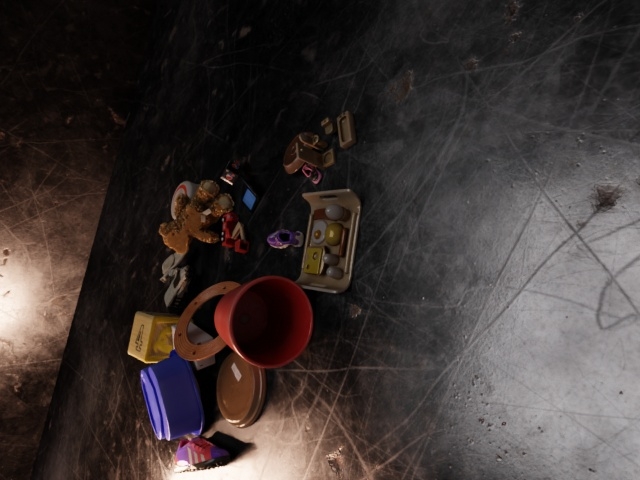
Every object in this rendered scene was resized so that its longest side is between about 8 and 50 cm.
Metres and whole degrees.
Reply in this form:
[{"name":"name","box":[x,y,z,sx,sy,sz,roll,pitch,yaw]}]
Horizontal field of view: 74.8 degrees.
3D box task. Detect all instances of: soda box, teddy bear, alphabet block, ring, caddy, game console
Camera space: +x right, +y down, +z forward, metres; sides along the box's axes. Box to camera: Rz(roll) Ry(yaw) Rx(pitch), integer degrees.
[{"name":"soda box","box":[-0.354,-0.297,1.714,0.053,0.060,0.168,-50,18,29]},{"name":"teddy bear","box":[-0.524,-0.100,1.784,0.337,0.245,0.113,-62,15,8]},{"name":"alphabet block","box":[-0.695,0.418,1.818,0.197,0.193,0.193,-1,79,46]},{"name":"ring","box":[-0.409,0.300,1.579,0.337,0.032,0.336,-20,42,20]},{"name":"caddy","box":[-0.554,0.596,1.616,0.241,0.179,0.340,-30,76,49]},{"name":"game console","box":[-0.295,-0.187,1.667,0.071,0.107,0.122,-40,46,-5]}]

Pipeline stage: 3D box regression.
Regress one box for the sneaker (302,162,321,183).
[{"name":"sneaker","box":[-0.042,-0.243,1.423,0.047,0.057,0.119,-55,44,23]}]

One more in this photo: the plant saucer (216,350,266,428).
[{"name":"plant saucer","box":[-0.288,0.512,1.470,0.278,0.041,0.277,-18,65,43]}]

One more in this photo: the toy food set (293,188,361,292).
[{"name":"toy food set","box":[0.000,0.000,1.278,0.220,0.093,0.305,1,79,47]}]

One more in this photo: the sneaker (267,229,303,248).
[{"name":"sneaker","box":[-0.131,-0.013,1.437,0.170,0.071,0.068,-5,75,47]}]

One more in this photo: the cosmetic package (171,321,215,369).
[{"name":"cosmetic package","box":[-0.514,0.417,1.684,0.231,0.086,0.117,14,110,46]}]

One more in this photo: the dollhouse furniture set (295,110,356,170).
[{"name":"dollhouse furniture set","box":[0.015,-0.337,1.340,0.151,0.123,0.143,-25,61,40]}]

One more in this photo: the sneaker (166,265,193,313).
[{"name":"sneaker","box":[-0.656,0.220,1.924,0.106,0.078,0.234,15,85,51]}]

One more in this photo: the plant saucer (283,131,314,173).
[{"name":"plant saucer","box":[-0.083,-0.316,1.476,0.168,0.029,0.168,-37,38,36]}]

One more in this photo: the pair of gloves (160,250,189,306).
[{"name":"pair of gloves","box":[-0.654,0.145,1.864,0.204,0.042,0.240,-46,45,22]}]

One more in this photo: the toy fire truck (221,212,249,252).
[{"name":"toy fire truck","box":[-0.344,-0.033,1.686,0.135,0.047,0.191,-22,62,41]}]

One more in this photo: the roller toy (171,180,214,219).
[{"name":"roller toy","box":[-0.592,-0.167,1.915,0.209,0.146,0.191,-52,46,24]}]

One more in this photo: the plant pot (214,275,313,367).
[{"name":"plant pot","box":[-0.199,0.246,1.309,0.243,0.275,0.274,-10,71,56]}]

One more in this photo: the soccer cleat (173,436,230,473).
[{"name":"soccer cleat","box":[-0.431,0.762,1.501,0.318,0.109,0.116,-32,52,39]}]
